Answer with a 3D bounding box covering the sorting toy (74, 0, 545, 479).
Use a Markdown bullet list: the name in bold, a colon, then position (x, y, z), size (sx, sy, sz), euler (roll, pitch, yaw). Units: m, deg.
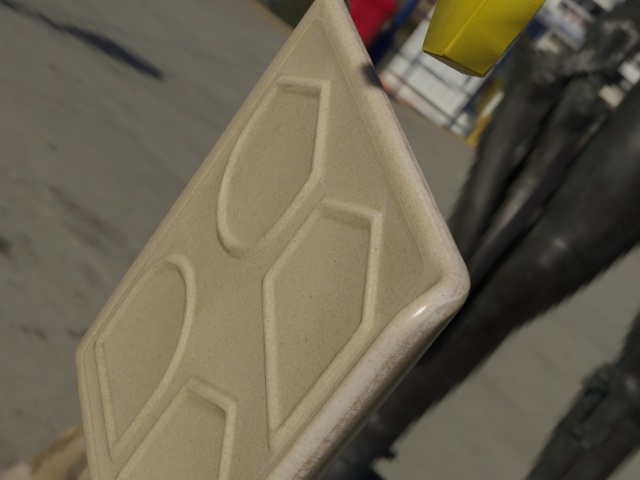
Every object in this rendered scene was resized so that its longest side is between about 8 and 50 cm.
- **sorting toy**: position (0.000, 0.000, 0.590), size (0.041, 0.307, 0.229), euler (25, 27, -25)
